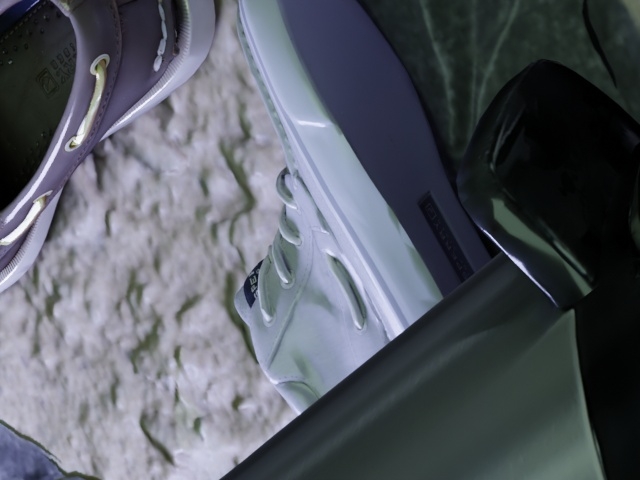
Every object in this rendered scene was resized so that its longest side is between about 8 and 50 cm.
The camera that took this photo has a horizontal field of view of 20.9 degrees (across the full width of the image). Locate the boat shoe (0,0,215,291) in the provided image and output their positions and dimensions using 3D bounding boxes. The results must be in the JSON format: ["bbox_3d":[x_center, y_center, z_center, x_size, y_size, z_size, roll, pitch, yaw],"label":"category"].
[{"bbox_3d":[-0.185,-0.047,0.927,0.324,0.096,0.117,-38,84,37],"label":"boat shoe"}]

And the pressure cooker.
[{"bbox_3d":[0.170,0.151,0.572,0.420,0.369,0.376,-43,52,34],"label":"pressure cooker"}]

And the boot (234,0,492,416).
[{"bbox_3d":[0.000,0.000,0.816,0.123,0.095,0.258,-26,92,31],"label":"boot"}]
